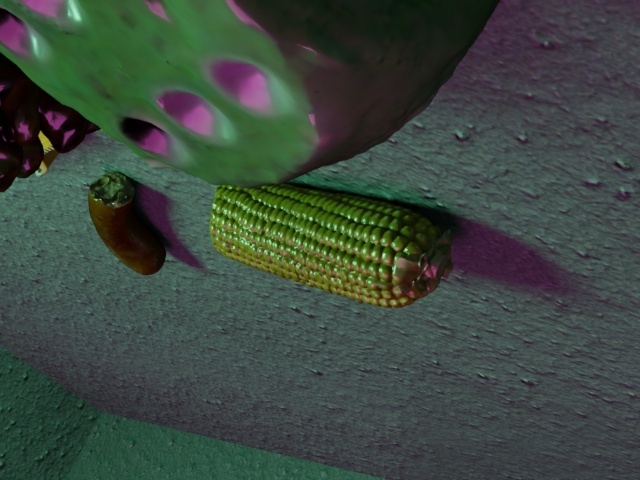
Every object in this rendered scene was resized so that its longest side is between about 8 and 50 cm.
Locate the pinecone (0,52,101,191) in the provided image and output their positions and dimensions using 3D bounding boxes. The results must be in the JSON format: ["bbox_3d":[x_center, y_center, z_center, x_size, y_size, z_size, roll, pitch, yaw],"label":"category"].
[{"bbox_3d":[-0.356,-0.239,1.219,0.398,0.397,0.397,23,159,9],"label":"pinecone"}]

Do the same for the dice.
[{"bbox_3d":[-0.056,-0.243,0.858,0.318,0.330,0.322,34,156,-22],"label":"dice"}]

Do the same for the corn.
[{"bbox_3d":[0.000,0.000,1.628,0.387,0.144,0.144,10,154,32],"label":"corn"}]

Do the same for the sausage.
[{"bbox_3d":[-0.341,-0.027,2.044,0.103,0.076,0.302,21,158,14],"label":"sausage"}]

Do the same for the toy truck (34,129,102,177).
[{"bbox_3d":[-0.382,-0.180,1.644,0.135,0.114,0.270,44,142,-23],"label":"toy truck"}]
